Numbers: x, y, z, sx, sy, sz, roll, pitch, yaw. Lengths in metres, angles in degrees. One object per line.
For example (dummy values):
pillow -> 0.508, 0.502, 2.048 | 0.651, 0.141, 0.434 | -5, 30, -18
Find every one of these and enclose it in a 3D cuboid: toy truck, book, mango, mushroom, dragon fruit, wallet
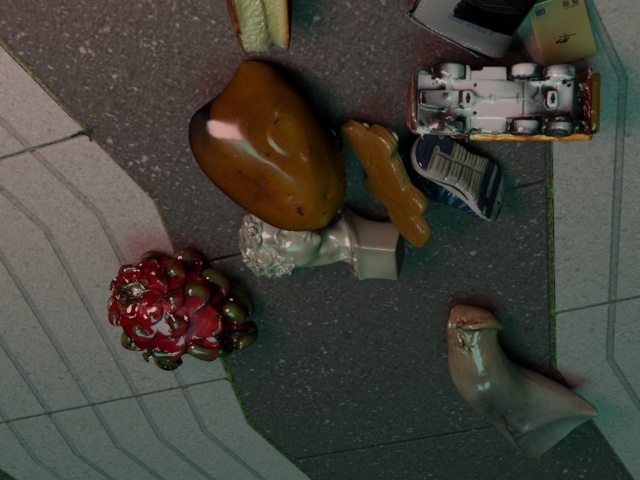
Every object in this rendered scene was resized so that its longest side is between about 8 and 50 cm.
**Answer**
toy truck -> 0.260, -0.196, 1.341 | 0.270, 0.135, 0.114 | 1, 91, 1
book -> 0.339, -0.297, 1.328 | 0.077, 0.014, 0.111 | -13, 133, 19
mango -> -0.073, -0.126, 1.436 | 0.201, 0.153, 0.287 | -21, 129, 37
mushroom -> 0.351, 0.266, 1.826 | 0.177, 0.126, 0.397 | -38, 122, 22
dragon fruit -> -0.240, 0.124, 1.681 | 0.272, 0.219, 0.198 | 4, 173, -7
wallet -> 0.225, -0.348, 1.244 | 0.170, 0.069, 0.231 | 19, 131, -16

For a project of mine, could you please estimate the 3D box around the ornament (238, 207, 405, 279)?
ornament -> 0.004, 0.008, 1.588 | 0.285, 0.120, 0.130 | 7, 130, -5

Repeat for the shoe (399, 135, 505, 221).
shoe -> 0.206, -0.097, 1.501 | 0.207, 0.092, 0.106 | 28, 159, -24

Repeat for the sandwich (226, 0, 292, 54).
sandwich -> -0.086, -0.372, 1.227 | 0.094, 0.096, 0.258 | -4, 134, -1

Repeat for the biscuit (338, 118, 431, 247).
biscuit -> 0.114, -0.089, 1.470 | 0.035, 0.158, 0.240 | -38, 123, -14
